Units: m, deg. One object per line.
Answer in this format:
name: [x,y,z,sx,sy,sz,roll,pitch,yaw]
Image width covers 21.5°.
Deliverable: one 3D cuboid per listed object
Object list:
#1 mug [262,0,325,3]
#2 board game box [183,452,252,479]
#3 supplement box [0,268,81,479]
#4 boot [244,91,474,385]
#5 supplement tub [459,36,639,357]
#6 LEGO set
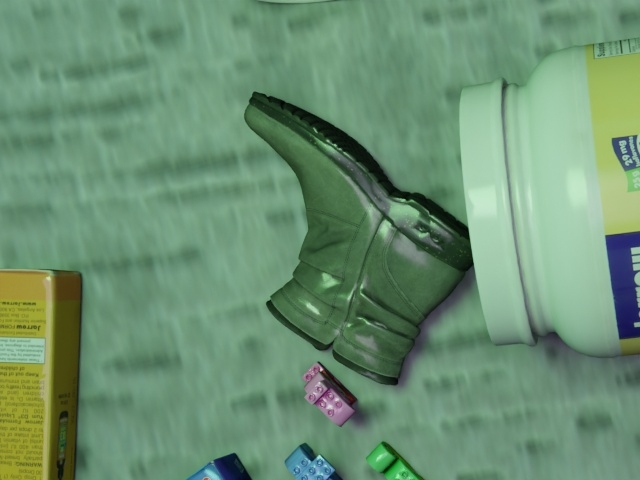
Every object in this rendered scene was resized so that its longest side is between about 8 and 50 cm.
mug: [-0.040,-0.292,1.403,0.150,0.113,0.169,-1,85,9]
board game box: [-0.084,0.388,1.409,0.233,0.078,0.347,-33,83,8]
supplement box: [-0.255,0.141,1.449,0.080,0.078,0.233,-1,88,11]
boot: [0.000,0.000,1.405,0.246,0.083,0.161,39,102,11]
supplement tub: [0.284,-0.039,1.266,0.331,0.241,0.241,-7,87,11]
LEGO set: [0.041,0.211,1.382,0.227,0.093,0.087,44,97,9]
